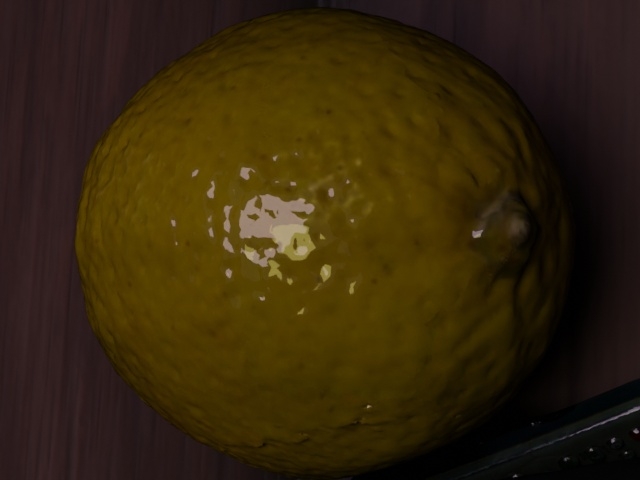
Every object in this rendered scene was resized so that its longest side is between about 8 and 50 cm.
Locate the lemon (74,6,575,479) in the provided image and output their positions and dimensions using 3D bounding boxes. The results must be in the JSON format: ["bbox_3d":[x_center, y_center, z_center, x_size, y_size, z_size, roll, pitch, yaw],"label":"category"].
[{"bbox_3d":[0.001,0.001,0.845,0.267,0.267,0.267,-8,76,34],"label":"lemon"}]

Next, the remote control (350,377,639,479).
[{"bbox_3d":[0.104,0.124,0.852,0.222,0.072,0.042,-23,46,29],"label":"remote control"}]

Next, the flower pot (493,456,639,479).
[{"bbox_3d":[0.105,0.229,0.687,0.251,0.379,0.379,-28,64,11],"label":"flower pot"}]
